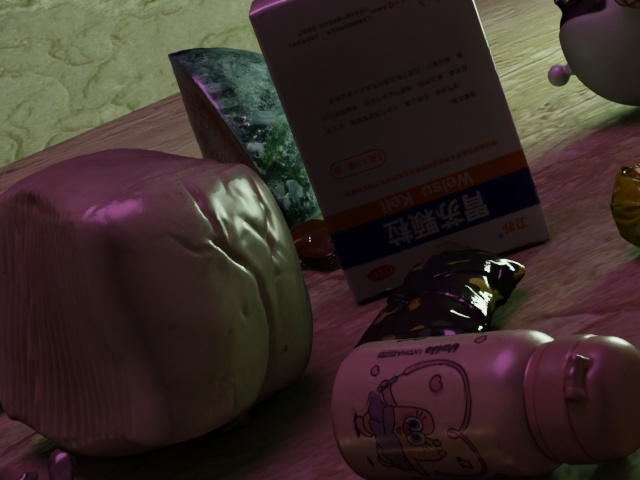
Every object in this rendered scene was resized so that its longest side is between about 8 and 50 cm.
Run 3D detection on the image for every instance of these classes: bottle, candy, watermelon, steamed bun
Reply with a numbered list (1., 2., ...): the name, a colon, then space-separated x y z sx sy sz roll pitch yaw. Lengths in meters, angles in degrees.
1. bottle: 0.119 0.110 1.052 0.209 0.097 0.110 -7 -24 38
2. candy: 0.284 0.005 1.292 0.077 0.073 0.262 7 23 -1
3. watermelon: -0.095 -0.118 2.013 0.214 0.289 0.320 -47 10 37
4. steamed bun: -0.138 0.040 1.360 0.236 0.247 0.383 -15 4 -28

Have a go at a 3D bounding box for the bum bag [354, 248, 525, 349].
1. bum bag: 0.105 0.055 1.337 0.106 0.060 0.232 -4 21 23

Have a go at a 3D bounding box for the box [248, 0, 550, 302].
1. box: 0.075 -0.117 1.524 0.200 0.299 0.106 -19 13 5

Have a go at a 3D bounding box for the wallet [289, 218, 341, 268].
1. wallet: 0.000 0.000 1.757 0.095 0.026 0.176 -29 16 -23

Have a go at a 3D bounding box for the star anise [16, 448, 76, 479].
1. star anise: -0.234 0.236 1.065 0.231 0.089 0.209 -32 29 -21

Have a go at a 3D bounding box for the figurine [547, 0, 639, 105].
1. figurine: 0.420 -0.233 1.797 0.370 0.167 0.281 6 -6 40
